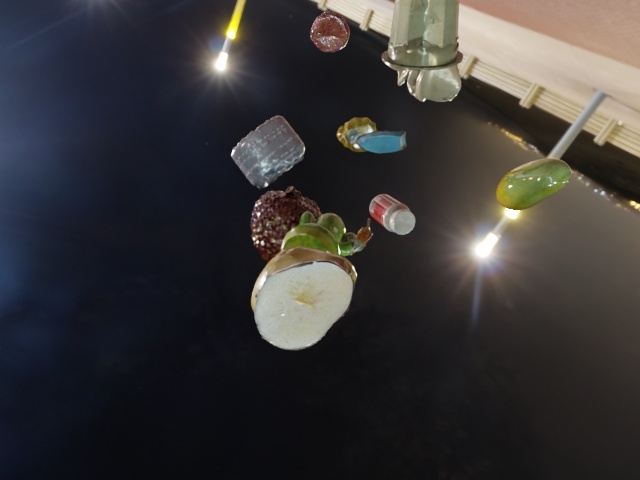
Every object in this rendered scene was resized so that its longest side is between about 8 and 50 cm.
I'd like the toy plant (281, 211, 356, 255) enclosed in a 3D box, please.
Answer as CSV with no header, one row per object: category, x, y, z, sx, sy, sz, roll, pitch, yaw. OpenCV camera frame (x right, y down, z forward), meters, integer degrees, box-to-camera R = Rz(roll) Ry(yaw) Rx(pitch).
toy plant,0.000,0.000,1.403,0.224,0.185,0.316,33,-153,7

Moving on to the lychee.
lychee,-0.134,-0.054,1.650,0.305,0.331,0.306,15,-161,-5

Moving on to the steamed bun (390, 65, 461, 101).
steamed bun,0.389,-0.695,1.655,0.310,0.219,0.324,-98,-14,-61

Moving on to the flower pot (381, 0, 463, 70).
flower pot,0.260,-0.549,1.040,0.212,0.203,0.212,-3,-137,3

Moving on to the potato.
potato,-0.053,0.116,1.109,0.246,0.300,0.196,26,-152,-22

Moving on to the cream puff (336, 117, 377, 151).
cream puff,0.139,-0.419,1.646,0.146,0.146,0.116,12,-158,-33

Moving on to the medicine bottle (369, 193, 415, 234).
medicine bottle,0.314,-0.116,1.854,0.131,0.131,0.250,18,-165,-22

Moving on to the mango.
mango,0.438,-0.117,0.869,0.194,0.130,0.092,137,109,-80

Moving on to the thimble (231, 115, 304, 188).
thimble,-0.178,-0.305,1.473,0.172,0.236,0.205,52,157,-9

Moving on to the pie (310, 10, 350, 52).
pie,0.035,-0.776,1.573,0.153,0.154,0.038,26,-136,-6

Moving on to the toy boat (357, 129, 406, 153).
toy boat,0.219,-0.363,1.526,0.185,0.075,0.077,1,-147,22

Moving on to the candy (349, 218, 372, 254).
candy,0.135,-0.006,1.353,0.046,0.053,0.182,29,-136,7
